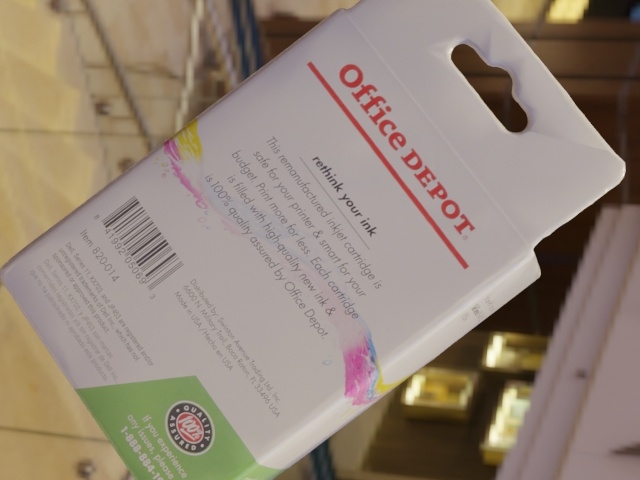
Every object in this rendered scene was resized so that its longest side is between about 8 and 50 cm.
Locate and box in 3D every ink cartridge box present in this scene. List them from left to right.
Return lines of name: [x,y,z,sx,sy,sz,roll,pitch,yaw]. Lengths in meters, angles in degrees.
ink cartridge box: [0.000,0.000,1.008,0.207,0.353,0.119,54,2,14]
